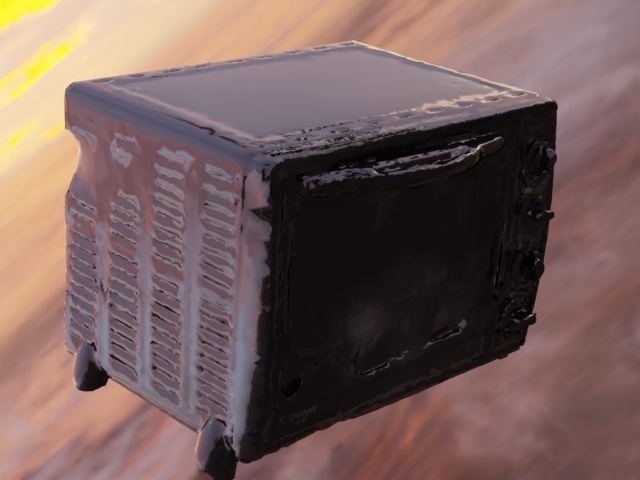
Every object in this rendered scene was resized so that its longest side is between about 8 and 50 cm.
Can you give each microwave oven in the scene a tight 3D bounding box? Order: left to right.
[{"bbox_3d":[-0.001,-0.002,0.734,0.188,0.178,0.247,26,30,39],"label":"microwave oven"}]
